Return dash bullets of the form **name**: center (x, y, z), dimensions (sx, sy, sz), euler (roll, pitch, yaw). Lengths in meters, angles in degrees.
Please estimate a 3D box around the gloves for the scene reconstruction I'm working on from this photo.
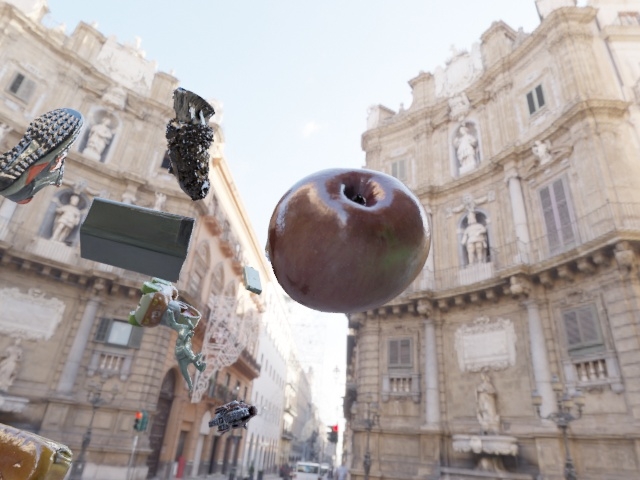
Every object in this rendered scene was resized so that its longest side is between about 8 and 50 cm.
- **gloves**: center (-0.387, -0.274, 1.253), dimensions (0.135, 0.313, 0.210), euler (3, -5, -13)

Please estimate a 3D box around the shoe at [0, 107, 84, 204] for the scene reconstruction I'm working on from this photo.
- **shoe**: center (-0.809, -0.234, 1.258), dimensions (0.132, 0.337, 0.171), euler (26, -25, 11)

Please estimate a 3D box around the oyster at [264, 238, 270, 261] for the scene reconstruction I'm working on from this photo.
- **oyster**: center (0.013, 0.010, 1.263), dimensions (0.395, 0.204, 0.111), euler (-15, -59, 7)

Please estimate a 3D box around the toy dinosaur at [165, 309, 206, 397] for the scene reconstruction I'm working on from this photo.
- **toy dinosaur**: center (-0.411, 0.343, 1.268), dimensions (0.167, 0.242, 0.053), euler (13, 13, 28)

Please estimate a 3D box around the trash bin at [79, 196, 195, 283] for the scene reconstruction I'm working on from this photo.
- **trash bin**: center (-0.456, 0.001, 1.059), dimensions (0.240, 0.122, 0.164), euler (15, -38, -18)

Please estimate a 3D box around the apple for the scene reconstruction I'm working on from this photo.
- **apple**: center (0.050, -0.006, 0.796), dimensions (0.305, 0.306, 0.235), euler (7, -45, -4)

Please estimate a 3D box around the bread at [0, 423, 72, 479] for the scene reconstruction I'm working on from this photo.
- **bread**: center (-0.708, 0.507, 0.962), dimensions (0.240, 0.136, 0.107), euler (10, -35, 12)

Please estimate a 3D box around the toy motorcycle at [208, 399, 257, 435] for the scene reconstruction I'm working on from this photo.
- **toy motorcycle**: center (-0.240, 0.502, 1.209), dimensions (0.118, 0.084, 0.212), euler (1, -27, -34)

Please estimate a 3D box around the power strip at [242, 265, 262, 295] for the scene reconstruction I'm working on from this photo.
- **power strip**: center (-0.157, 0.091, 0.968), dimensions (0.040, 0.090, 0.016), euler (28, -70, -29)

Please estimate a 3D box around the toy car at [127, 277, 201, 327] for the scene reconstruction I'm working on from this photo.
- **toy car**: center (-0.528, 0.241, 1.477), dimensions (0.235, 0.145, 0.235), euler (24, 0, 0)
